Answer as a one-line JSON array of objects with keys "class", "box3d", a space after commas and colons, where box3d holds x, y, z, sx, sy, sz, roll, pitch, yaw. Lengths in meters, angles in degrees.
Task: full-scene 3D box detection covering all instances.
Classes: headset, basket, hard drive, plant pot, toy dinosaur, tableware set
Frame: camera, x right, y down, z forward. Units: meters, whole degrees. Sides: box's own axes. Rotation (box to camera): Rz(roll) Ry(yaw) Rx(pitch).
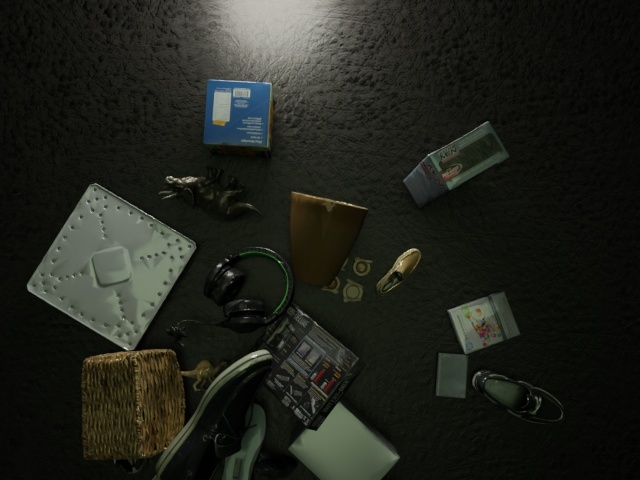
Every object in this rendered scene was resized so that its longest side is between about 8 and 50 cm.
[{"class": "headset", "box3d": [-0.266, 0.174, 1.571, 0.394, 0.185, 0.243, -33, 74, -6]}, {"class": "basket", "box3d": [-0.550, 0.477, 1.564, 0.223, 0.213, 0.299, -12, 79, 23]}, {"class": "hard drive", "box3d": [0.413, 0.423, 1.659, 0.094, 0.022, 0.135, 5, 85, 0]}, {"class": "plant pot", "box3d": [0.000, 0.000, 1.597, 0.237, 0.237, 0.254, 14, 95, 0]}, {"class": "toy dinosaur", "box3d": [-0.328, -0.138, 1.663, 0.313, 0.121, 0.160, 29, 98, -3]}, {"class": "toy dinosaur", "box3d": [-0.372, 0.423, 1.645, 0.183, 0.053, 0.093, -11, 69, 3]}, {"class": "tableware set", "box3d": [0.081, 0.111, 1.680, 0.141, 0.020, 0.169, 16, 85, 0]}]

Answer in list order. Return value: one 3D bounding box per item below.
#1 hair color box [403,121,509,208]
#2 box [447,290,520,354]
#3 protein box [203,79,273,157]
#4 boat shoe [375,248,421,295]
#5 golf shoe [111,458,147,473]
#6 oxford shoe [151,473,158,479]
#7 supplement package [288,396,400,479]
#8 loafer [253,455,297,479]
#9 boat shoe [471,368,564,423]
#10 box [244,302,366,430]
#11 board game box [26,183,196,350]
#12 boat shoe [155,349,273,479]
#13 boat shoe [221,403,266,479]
[{"class": "hair color box", "box3d": [0.376, -0.204, 1.529, 0.185, 0.374, 0.114, -30, 87, -3]}, {"class": "box", "box3d": [0.515, 0.259, 1.665, 0.186, 0.038, 0.145, -19, 86, -1]}, {"class": "protein box", "box3d": [-0.252, -0.378, 1.654, 0.199, 0.136, 0.201, 3, 86, -1]}, {"class": "boat shoe", "box3d": [0.253, 0.103, 1.656, 0.068, 0.072, 0.190, 40, 86, 2]}, {"class": "golf shoe", "box3d": [-0.608, 0.620, 1.597, 0.077, 0.094, 0.198, -44, 86, -2]}, {"class": "oxford shoe", "box3d": [-0.497, 0.871, 1.563, 0.169, 0.130, 0.449, 27, 84, 4]}, {"class": "supplement package", "box3d": [0.066, 0.616, 1.579, 0.262, 0.145, 0.204, 42, 86, 3]}, {"class": "loafer", "box3d": [-0.138, 0.690, 1.571, 0.062, 0.170, 0.061, 29, 94, 43]}, {"class": "boat shoe", "box3d": [0.617, 0.492, 1.621, 0.302, 0.091, 0.114, 19, 86, 1]}, {"class": "box", "box3d": [-0.056, 0.361, 1.558, 0.307, 0.076, 0.242, 34, 84, 34]}, {"class": "board game box", "box3d": [-0.649, 0.082, 1.658, 0.390, 0.050, 0.390, 31, 86, 1]}, {"class": "boat shoe", "box3d": [-0.273, 0.521, 1.482, 0.156, 0.187, 0.500, 39, 98, 25]}, {"class": "boat shoe", "box3d": [-0.226, 0.652, 1.591, 0.113, 0.105, 0.306, 5, 72, 5]}]
